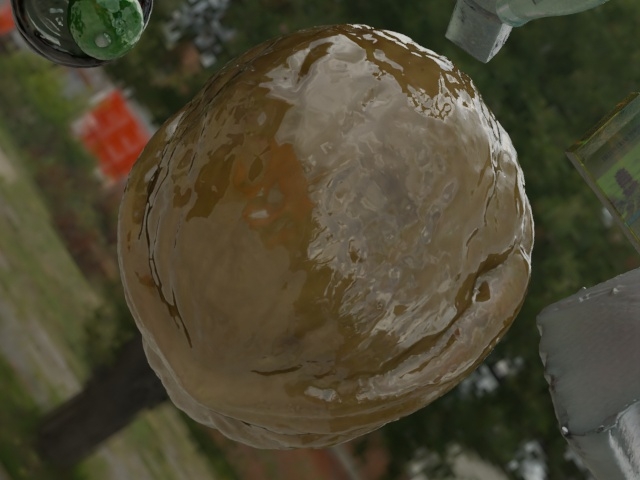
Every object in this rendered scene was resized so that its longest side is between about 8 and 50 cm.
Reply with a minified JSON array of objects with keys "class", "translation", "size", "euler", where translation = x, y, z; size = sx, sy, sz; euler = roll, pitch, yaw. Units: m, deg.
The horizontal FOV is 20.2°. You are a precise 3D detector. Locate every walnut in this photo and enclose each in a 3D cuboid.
[{"class":"walnut","translation":[0.000,0.000,1.313],"size":[0.333,0.333,0.333],"euler":[57,-4,6]}]

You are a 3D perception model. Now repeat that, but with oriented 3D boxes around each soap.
[{"class":"soap","translation":[0.268,0.089,1.539],"size":[0.302,0.159,0.257],"euler":[57,14,-59]}]

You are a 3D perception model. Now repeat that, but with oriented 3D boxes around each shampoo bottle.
[{"class":"shampoo bottle","translation":[0.196,-0.214,1.504],"size":[0.191,0.041,0.069],"euler":[160,-79,-73]}]

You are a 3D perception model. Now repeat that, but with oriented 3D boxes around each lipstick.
[{"class":"lipstick","translation":[0.219,-0.322,2.213],"size":[0.076,0.077,0.289],"euler":[35,-20,9]}]

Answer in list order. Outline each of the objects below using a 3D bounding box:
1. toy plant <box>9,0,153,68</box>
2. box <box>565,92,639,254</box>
[{"class":"toy plant","translation":[-0.290,-0.309,2.169],"size":[0.218,0.175,0.235],"euler":[61,-15,2]},{"class":"box","translation":[0.412,-0.076,2.289],"size":[0.193,0.121,0.030],"euler":[52,-11,-13]}]
